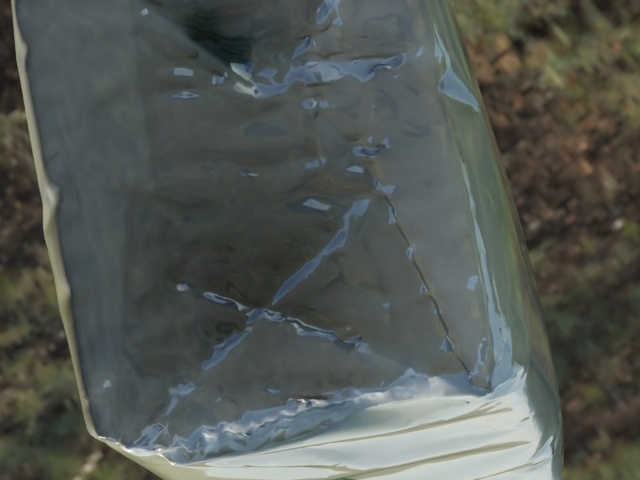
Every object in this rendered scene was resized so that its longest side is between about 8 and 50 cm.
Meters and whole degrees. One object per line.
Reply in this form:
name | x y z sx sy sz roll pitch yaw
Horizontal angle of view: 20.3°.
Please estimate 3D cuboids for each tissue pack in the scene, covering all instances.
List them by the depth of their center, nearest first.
tissue pack | 0.000 0.000 0.941 0.207 0.297 0.380 -14 163 7
